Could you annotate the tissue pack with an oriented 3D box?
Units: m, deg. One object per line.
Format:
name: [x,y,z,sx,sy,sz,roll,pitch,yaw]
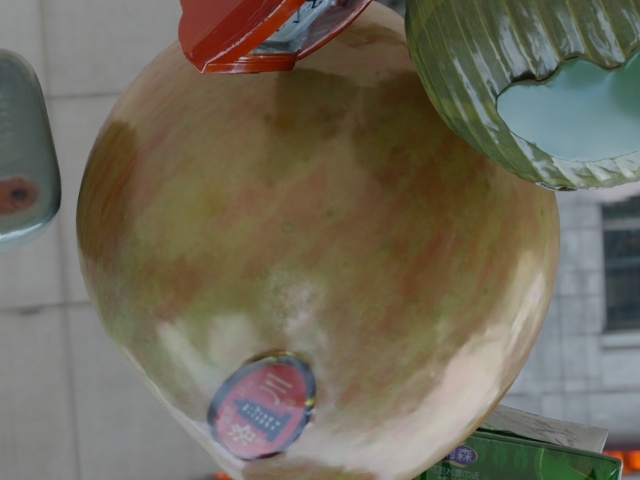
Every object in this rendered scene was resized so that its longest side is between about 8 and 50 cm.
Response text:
tissue pack: [0.174,0.230,1.508,0.209,0.156,0.148,11,162,-1]

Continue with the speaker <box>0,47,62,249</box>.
speaker: [-0.407,-0.040,1.215,0.406,0.183,0.184,-13,-177,-15]

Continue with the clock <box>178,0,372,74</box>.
clock: [-0.023,-0.164,1.018,0.113,0.061,0.155,-41,169,21]

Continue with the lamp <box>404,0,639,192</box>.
lamp: [0.196,-0.168,1.018,0.284,0.250,0.250,-26,177,21]

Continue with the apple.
apple: [0.000,0.000,1.240,0.346,0.391,0.391,-40,-175,3]
